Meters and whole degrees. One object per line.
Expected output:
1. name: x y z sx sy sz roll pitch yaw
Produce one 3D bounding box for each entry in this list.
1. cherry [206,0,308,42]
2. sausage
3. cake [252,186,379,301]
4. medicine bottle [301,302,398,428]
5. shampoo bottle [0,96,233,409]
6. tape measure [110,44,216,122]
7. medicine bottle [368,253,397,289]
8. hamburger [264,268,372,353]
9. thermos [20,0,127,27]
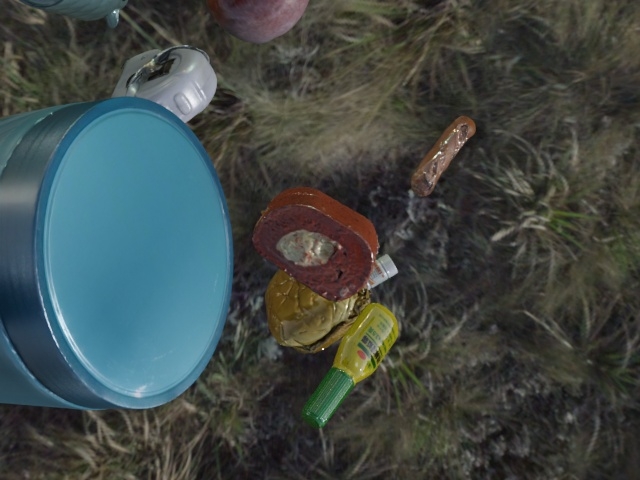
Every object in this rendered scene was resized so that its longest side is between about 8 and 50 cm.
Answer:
1. cherry: -0.131 -0.564 1.583 0.239 0.239 0.206 11 83 -5
2. sausage: 0.170 -0.121 0.945 0.036 0.042 0.158 33 59 12
3. cake: 0.000 0.000 1.495 0.283 0.151 0.177 35 111 -3
4. medicine bottle: 0.054 0.227 1.252 0.260 0.064 0.095 -49 120 -32
5. shampoo bottle: -0.329 0.022 0.801 0.342 0.331 0.331 -4 102 24
6. tape measure: -0.289 -0.280 1.283 0.197 0.236 0.120 -14 131 18
7. medicine bottle: 0.141 0.079 1.714 0.089 0.057 0.057 -29 101 -1
8. hamburger: -0.012 0.142 1.823 0.318 0.319 0.158 -43 127 5
9. thermos: -0.444 -0.493 1.259 0.144 0.286 0.182 -3 101 8
